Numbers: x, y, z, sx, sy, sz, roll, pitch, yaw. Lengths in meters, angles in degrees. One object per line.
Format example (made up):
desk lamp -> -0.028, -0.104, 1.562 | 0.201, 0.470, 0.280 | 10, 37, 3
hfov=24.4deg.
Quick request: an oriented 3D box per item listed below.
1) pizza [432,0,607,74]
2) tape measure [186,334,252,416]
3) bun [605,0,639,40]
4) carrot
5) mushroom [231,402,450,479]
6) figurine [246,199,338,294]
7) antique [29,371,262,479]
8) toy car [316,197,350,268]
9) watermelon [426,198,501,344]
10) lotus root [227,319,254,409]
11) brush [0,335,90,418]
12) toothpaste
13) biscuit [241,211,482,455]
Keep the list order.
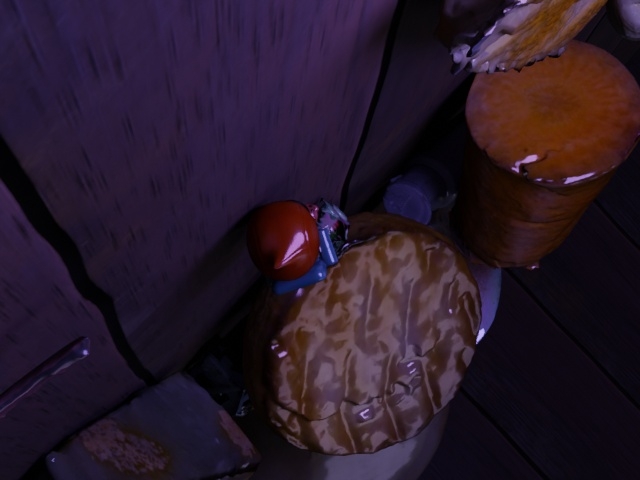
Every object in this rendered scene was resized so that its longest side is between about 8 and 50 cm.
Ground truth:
pizza -> 0.236, -0.259, 1.137 | 0.435, 0.080, 0.392 | -41, 174, -5
tape measure -> -0.113, 0.167, 1.766 | 0.054, 0.091, 0.094 | -43, 173, -38
bun -> 0.394, -0.300, 1.582 | 0.229, 0.145, 0.229 | -40, 171, -8
carrot -> 0.242, -0.075, 1.631 | 0.196, 0.196, 0.254 | -41, 157, -22
mushroom -> 0.005, 0.228, 2.127 | 0.362, 0.362, 0.294 | -43, -142, -6
figurine -> -0.028, 0.005, 1.245 | 0.068, 0.075, 0.140 | -16, 178, 9
antique -> -0.204, 0.244, 1.566 | 0.125, 0.150, 0.284 | -45, 166, 25
toy car -> 0.000, 0.000, 1.504 | 0.069, 0.055, 0.142 | -44, 177, 4
watermelon -> 0.084, 0.077, 1.859 | 0.322, 0.188, 0.175 | -27, -173, -12
lotus root -> -0.084, 0.145, 1.867 | 0.135, 0.095, 0.159 | -40, -145, 15
brush -> -0.255, 0.154, 0.872 | 0.301, 0.071, 0.084 | -42, -175, -15
toothpaste -> 0.180, -0.118, 1.831 | 0.299, 0.073, 0.114 | -44, 173, -41
biscuit -> 0.044, 0.104, 1.675 | 0.296, 0.296, 0.102 | -42, -143, -7
